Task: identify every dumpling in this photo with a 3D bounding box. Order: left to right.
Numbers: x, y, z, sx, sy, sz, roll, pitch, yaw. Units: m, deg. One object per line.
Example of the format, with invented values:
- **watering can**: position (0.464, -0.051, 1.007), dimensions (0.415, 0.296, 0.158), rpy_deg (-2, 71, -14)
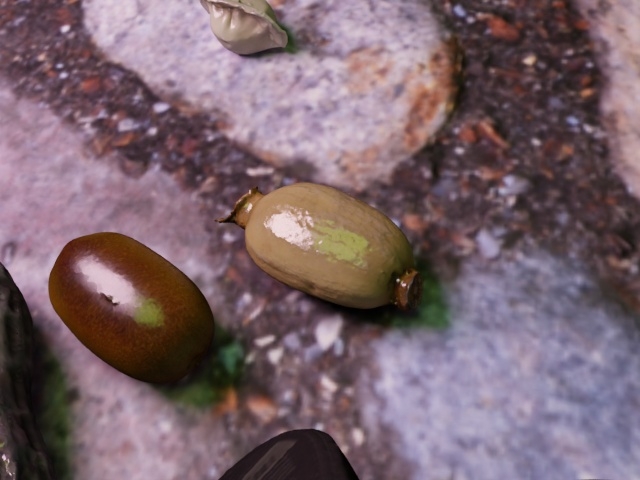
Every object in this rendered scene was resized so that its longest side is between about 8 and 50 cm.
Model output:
- **dumpling**: position (-0.064, -0.180, 0.688), dimensions (0.052, 0.057, 0.076), rpy_deg (-24, 58, -5)

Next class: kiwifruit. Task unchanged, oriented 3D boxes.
- **kiwifruit**: position (-0.122, 0.041, 0.555), dimensions (0.124, 0.075, 0.075), rpy_deg (36, 71, 23)

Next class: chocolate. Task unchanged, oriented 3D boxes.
- **chocolate**: position (-0.216, 0.102, 0.514), dimensions (0.110, 0.110, 0.248), rpy_deg (-24, 55, -5)

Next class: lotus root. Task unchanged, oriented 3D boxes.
- **lotus root**: position (0.000, 0.000, 0.564), dimensions (0.150, 0.062, 0.073), rpy_deg (25, 65, 21)

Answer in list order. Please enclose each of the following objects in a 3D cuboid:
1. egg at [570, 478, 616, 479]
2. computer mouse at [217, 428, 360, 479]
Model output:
- **egg**: position (0.139, 0.216, 0.333), dimensions (0.188, 0.189, 0.254), rpy_deg (-32, 66, -10)
- **computer mouse**: position (-0.015, 0.175, 0.389), dimensions (0.088, 0.264, 0.147), rpy_deg (43, 90, -7)
